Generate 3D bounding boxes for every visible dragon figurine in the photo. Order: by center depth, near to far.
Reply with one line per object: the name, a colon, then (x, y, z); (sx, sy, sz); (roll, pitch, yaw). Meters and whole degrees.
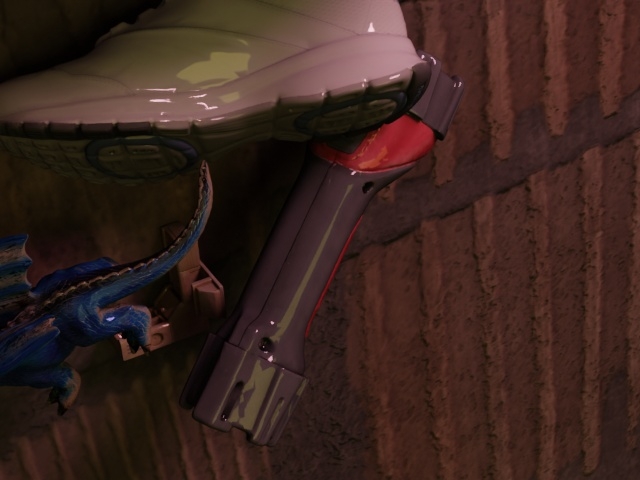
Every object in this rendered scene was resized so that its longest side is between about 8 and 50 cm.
dragon figurine: (-0.195, 0.051, 0.908); (0.289, 0.085, 0.144); (-35, 156, 24)

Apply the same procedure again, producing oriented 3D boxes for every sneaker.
sneaker: (-0.080, -0.119, 0.917); (0.297, 0.129, 0.111); (-12, 165, -8)

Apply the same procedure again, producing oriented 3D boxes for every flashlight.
flashlight: (0.000, 0.000, 0.995); (0.103, 0.103, 0.304); (26, 87, -22)

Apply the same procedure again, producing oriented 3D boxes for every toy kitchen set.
toy kitchen set: (-0.118, 0.046, 1.011); (0.075, 0.068, 0.083); (-20, 126, -22)
